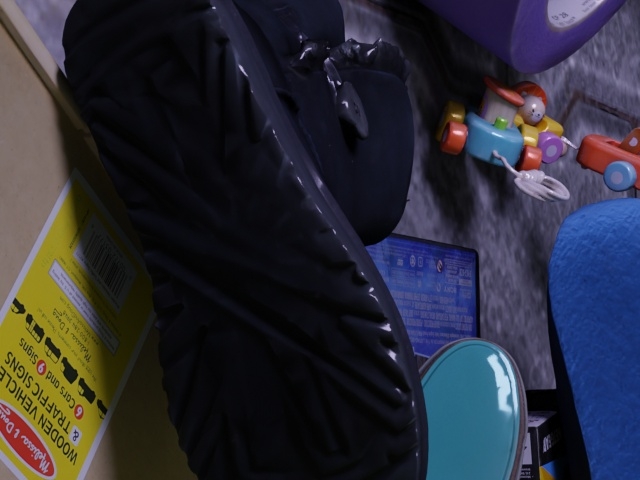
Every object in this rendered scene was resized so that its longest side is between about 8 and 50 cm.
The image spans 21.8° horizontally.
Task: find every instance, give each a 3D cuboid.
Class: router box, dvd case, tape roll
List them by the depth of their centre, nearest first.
[{"bbox_3d":[0.043,0.123,0.895,0.180,0.022,0.253,10,78,-61],"label":"dvd case"},{"bbox_3d":[0.137,-0.193,0.936,0.189,0.080,0.189,-42,158,-21],"label":"tape roll"},{"bbox_3d":[0.130,0.163,0.988,0.179,0.046,0.133,-8,94,-72],"label":"router box"}]

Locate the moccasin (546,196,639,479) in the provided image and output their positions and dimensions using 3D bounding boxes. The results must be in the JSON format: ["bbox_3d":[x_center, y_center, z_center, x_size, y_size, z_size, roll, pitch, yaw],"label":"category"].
[{"bbox_3d":[0.208,0.145,0.937,0.117,0.138,0.342,5,80,-76],"label":"moccasin"}]

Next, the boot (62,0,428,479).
[{"bbox_3d":[0.000,0.000,0.693,0.246,0.094,0.207,67,20,4],"label":"boot"}]

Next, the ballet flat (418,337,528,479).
[{"bbox_3d":[0.059,0.155,0.845,0.068,0.072,0.213,90,11,-66],"label":"ballet flat"}]

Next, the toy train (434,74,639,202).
[{"bbox_3d":[0.143,-0.062,0.989,0.166,0.125,0.046,-6,119,-56],"label":"toy train"}]

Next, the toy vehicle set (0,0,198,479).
[{"bbox_3d":[-0.107,0.044,0.622,0.267,0.035,0.166,59,39,-39],"label":"toy vehicle set"}]
